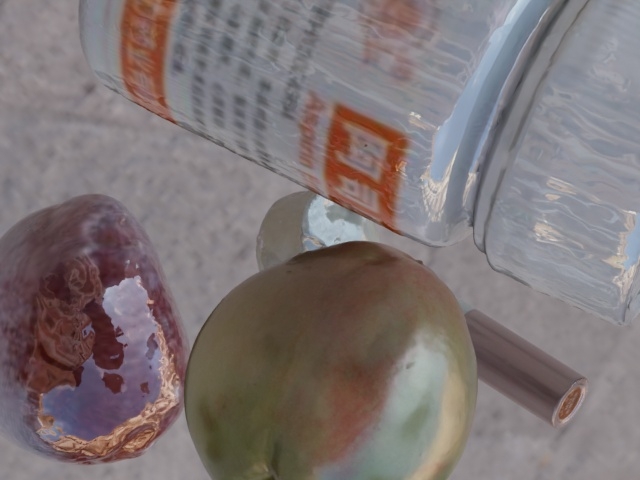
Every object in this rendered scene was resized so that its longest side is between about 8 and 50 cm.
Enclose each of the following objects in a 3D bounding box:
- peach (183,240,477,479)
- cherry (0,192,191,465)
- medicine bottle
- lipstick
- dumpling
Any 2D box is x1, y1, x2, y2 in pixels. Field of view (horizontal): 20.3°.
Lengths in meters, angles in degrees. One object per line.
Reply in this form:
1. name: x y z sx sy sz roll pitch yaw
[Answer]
1. peach: 0.015 0.134 1.707 0.247 0.292 0.292 31 98 -39
2. cherry: -0.316 0.118 2.275 0.291 0.326 0.335 -20 97 -29
3. medicine bottle: 0.058 -0.113 1.077 0.211 0.371 0.211 -54 162 -27
4. lipstick: 0.194 0.128 2.109 0.070 0.254 0.070 -37 145 -32
5. dumpling: -0.005 -0.002 2.347 0.175 0.227 0.243 27 145 -24
